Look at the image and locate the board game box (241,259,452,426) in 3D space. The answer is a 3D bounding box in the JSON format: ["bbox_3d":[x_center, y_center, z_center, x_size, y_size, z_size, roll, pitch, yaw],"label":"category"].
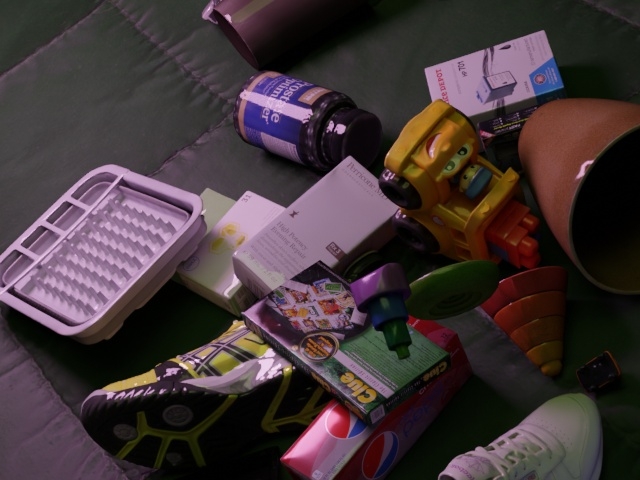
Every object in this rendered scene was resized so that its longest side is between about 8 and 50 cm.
[{"bbox_3d":[0.028,0.123,1.746,0.136,0.030,0.259,-31,43,-24],"label":"board game box"}]

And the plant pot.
[{"bbox_3d":[0.370,-0.090,1.823,0.237,0.237,0.254,-31,31,-5],"label":"plant pot"}]

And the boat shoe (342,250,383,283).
[{"bbox_3d":[0.043,0.069,1.924,0.133,0.049,0.042,-44,50,-13],"label":"boat shoe"}]

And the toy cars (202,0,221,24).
[{"bbox_3d":[-0.082,-0.522,2.481,0.176,0.087,0.394,-34,24,56],"label":"toy cars"}]

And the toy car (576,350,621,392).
[{"bbox_3d":[0.371,0.185,1.695,0.040,0.060,0.122,-7,46,-48],"label":"toy car"}]

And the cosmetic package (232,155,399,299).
[{"bbox_3d":[0.000,0.000,1.947,0.117,0.085,0.231,41,71,18],"label":"cosmetic package"}]

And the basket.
[{"bbox_3d":[-0.054,-0.404,2.329,0.227,0.154,0.204,-37,41,-6],"label":"basket"}]

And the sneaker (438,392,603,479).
[{"bbox_3d":[0.216,0.278,1.584,0.114,0.152,0.305,25,62,40],"label":"sneaker"}]

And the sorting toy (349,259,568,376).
[{"bbox_3d":[0.188,0.105,1.679,0.127,0.365,0.126,-35,63,37],"label":"sorting toy"}]

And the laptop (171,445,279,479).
[{"bbox_3d":[-0.140,0.404,1.725,0.234,0.137,0.264,-19,20,6],"label":"laptop"}]

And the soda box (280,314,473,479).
[{"bbox_3d":[0.073,0.217,1.743,0.083,0.092,0.263,25,64,39],"label":"soda box"}]

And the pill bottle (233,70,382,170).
[{"bbox_3d":[-0.018,-0.177,2.120,0.219,0.123,0.123,22,62,37],"label":"pill bottle"}]

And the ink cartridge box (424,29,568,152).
[{"bbox_3d":[0.262,-0.214,2.060,0.190,0.082,0.140,-16,45,8],"label":"ink cartridge box"}]

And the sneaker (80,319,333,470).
[{"bbox_3d":[-0.124,0.191,1.840,0.384,0.145,0.147,-12,38,0],"label":"sneaker"}]

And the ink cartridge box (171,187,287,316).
[{"bbox_3d":[-0.151,0.000,2.069,0.235,0.056,0.171,26,65,36],"label":"ink cartridge box"}]

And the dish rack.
[{"bbox_3d":[-0.328,0.027,2.072,0.285,0.072,0.333,-46,36,-19],"label":"dish rack"}]

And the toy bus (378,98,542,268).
[{"bbox_3d":[0.204,-0.052,1.851,0.211,0.220,0.149,31,70,33],"label":"toy bus"}]

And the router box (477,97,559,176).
[{"bbox_3d":[0.292,-0.140,1.971,0.122,0.092,0.038,-17,45,9],"label":"router box"}]
